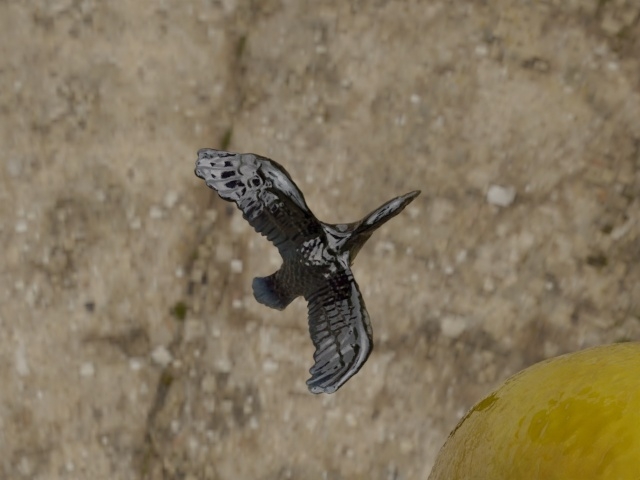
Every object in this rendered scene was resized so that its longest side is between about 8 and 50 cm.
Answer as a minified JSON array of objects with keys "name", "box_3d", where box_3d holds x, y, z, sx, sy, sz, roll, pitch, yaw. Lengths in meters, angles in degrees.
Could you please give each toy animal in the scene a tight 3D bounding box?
[{"name":"toy animal","box_3d":[0.004,0.000,1.591,0.197,0.160,0.272,-31,82,-9]}]

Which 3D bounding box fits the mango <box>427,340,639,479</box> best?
[{"name":"mango","box_3d":[0.172,0.188,0.650,0.220,0.445,0.301,-19,105,-12]}]
